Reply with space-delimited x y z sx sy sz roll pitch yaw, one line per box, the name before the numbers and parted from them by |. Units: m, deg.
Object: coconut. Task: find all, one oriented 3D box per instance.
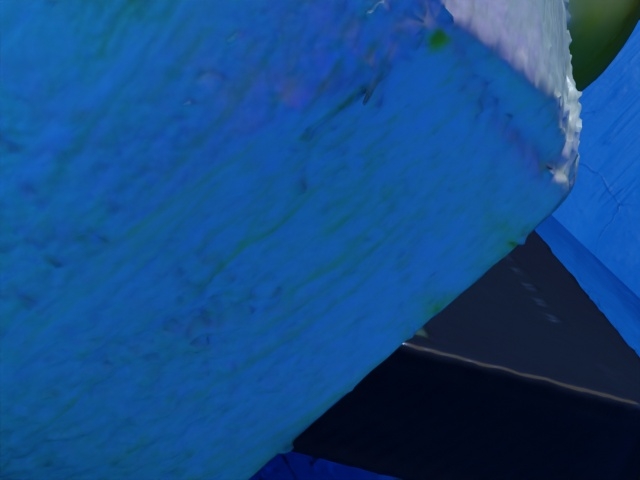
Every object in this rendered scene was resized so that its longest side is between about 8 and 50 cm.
coconut | -0.051 -0.061 0.451 0.233 0.245 0.233 41 12 -11

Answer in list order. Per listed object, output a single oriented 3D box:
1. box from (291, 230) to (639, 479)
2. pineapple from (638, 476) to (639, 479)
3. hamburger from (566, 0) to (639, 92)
box | 0.000 0.000 0.770 0.211 0.058 0.350 15 18 -14
pineapple | 0.163 0.105 1.143 0.233 0.079 0.135 33 11 -48
hamburger | 0.019 -0.198 1.232 0.396 0.277 0.396 52 -3 4
